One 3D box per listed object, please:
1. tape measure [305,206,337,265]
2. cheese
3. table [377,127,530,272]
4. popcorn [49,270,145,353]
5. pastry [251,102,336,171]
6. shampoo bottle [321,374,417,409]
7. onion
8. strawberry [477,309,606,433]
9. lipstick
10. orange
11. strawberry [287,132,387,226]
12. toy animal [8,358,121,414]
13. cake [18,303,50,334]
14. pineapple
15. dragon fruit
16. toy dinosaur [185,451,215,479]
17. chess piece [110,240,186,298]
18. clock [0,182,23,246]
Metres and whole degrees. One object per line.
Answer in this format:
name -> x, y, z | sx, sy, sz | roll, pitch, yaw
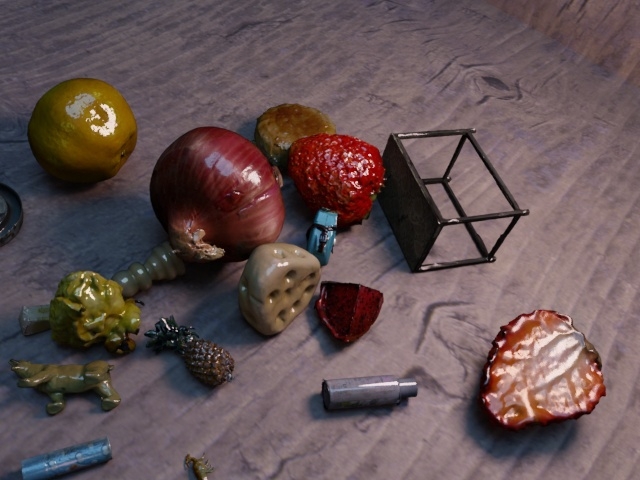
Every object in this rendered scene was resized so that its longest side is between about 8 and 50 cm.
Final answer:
tape measure -> 0.000, 0.000, 1.582 | 0.081, 0.146, 0.125 | 12, 66, -2
cheese -> -0.103, 0.109, 1.431 | 0.117, 0.235, 0.218 | 30, 87, 32
table -> 0.347, -0.119, 1.712 | 0.272, 0.222, 0.335 | -6, 53, -20
popcorn -> -0.477, 0.150, 1.318 | 0.195, 0.168, 0.173 | 12, 11, -18
pastry -> -0.078, -0.306, 1.830 | 0.257, 0.121, 0.236 | -6, 49, -16
shampoo bottle -> 0.112, 0.338, 1.371 | 0.214, 0.072, 0.072 | -1, 51, -15
onion -> -0.245, -0.098, 1.473 | 0.353, 0.354, 0.354 | 7, 50, -8
strawberry -> 0.497, 0.322, 1.443 | 0.336, 0.149, 0.265 | -31, 70, -22
lipstick -> -0.480, 0.418, 1.166 | 0.157, 0.048, 0.048 | -11, 54, -23
orange -> -0.599, -0.275, 1.569 | 0.235, 0.279, 0.279 | 38, 51, 0
strawberry -> 0.033, -0.178, 1.661 | 0.276, 0.257, 0.257 | 24, 48, -12
toy animal -> -0.522, 0.283, 1.251 | 0.218, 0.103, 0.101 | -2, 32, -13
cake -> -0.594, 0.164, 1.347 | 0.121, 0.065, 0.052 | -16, 59, -34
pineapple -> -0.279, 0.247, 1.337 | 0.221, 0.083, 0.103 | 30, 49, 14
dragon fruit -> 0.066, 0.177, 1.496 | 0.127, 0.120, 0.161 | 31, 67, -42
toy dinosaur -> -0.226, 0.458, 1.209 | 0.041, 0.026, 0.113 | -34, 56, -27
chess piece -> -0.413, 0.076, 1.443 | 0.170, 0.094, 0.094 | -29, 63, -29
clock -> -0.833, -0.058, 1.478 | 0.214, 0.042, 0.215 | 7, 50, -9
